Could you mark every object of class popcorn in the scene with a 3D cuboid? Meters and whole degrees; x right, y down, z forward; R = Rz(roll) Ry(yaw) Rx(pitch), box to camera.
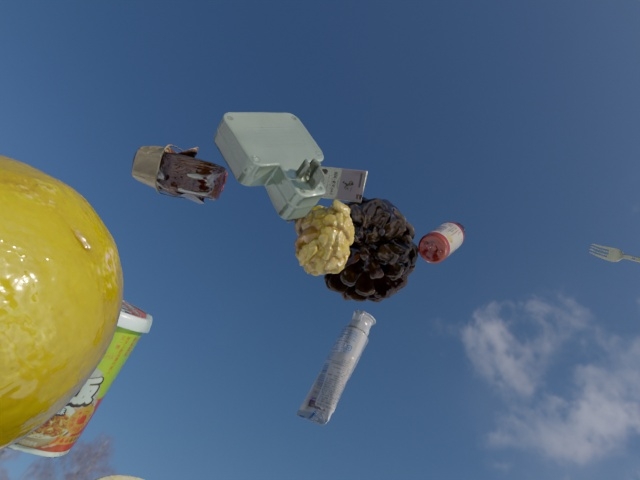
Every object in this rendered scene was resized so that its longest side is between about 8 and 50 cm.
[{"bbox_3d":[0.017,-0.008,1.081,0.163,0.194,0.140,-27,-51,12],"label":"popcorn"}]

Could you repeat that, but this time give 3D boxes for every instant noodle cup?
[{"bbox_3d":[-0.551,0.259,0.936,0.293,0.308,0.294,22,-12,5],"label":"instant noodle cup"}]

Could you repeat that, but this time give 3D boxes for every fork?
[{"bbox_3d":[0.737,0.046,0.994,0.219,0.034,0.028,18,-11,40],"label":"fork"}]

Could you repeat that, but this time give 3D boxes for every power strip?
[{"bbox_3d":[-0.087,-0.194,1.015,0.141,0.229,0.261,-48,-114,41],"label":"power strip"}]

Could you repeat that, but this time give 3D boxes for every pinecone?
[{"bbox_3d":[0.155,0.038,1.556,0.396,0.398,0.398,9,-58,15],"label":"pinecone"}]

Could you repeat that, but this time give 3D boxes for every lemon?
[{"bbox_3d":[-0.385,0.062,0.469,0.347,0.348,0.348,9,-58,15],"label":"lemon"}]

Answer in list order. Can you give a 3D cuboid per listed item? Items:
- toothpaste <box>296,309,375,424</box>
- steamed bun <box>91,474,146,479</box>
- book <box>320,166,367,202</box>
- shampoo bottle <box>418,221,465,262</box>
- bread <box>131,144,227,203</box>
[{"bbox_3d":[0.047,0.314,1.098,0.113,0.299,0.073,-5,-46,50],"label":"toothpaste"},{"bbox_3d":[-0.279,0.395,0.440,0.273,0.290,0.272,32,-22,47],"label":"steamed bun"},{"bbox_3d":[0.068,-0.200,1.552,0.181,0.127,0.014,8,-22,12],"label":"book"},{"bbox_3d":[0.447,-0.006,1.560,0.104,0.278,0.105,11,-69,32],"label":"shampoo bottle"},{"bbox_3d":[-0.357,-0.178,1.146,0.211,0.224,0.143,12,-89,4],"label":"bread"}]
